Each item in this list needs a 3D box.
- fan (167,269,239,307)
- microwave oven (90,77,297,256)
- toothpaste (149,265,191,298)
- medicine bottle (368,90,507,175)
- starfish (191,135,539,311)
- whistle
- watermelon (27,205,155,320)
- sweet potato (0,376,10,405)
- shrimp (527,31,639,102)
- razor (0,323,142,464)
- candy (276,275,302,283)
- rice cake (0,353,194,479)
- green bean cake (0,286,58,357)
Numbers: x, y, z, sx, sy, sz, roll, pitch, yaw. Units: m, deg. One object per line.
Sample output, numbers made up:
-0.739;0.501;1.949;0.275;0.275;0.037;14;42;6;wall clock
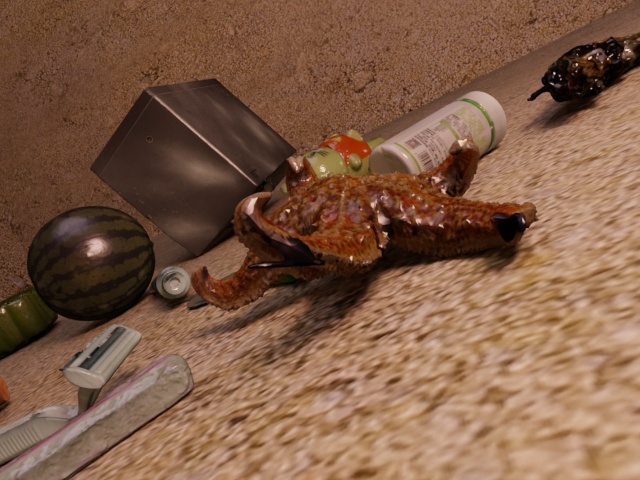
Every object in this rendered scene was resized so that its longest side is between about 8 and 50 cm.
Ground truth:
-0.157;0.071;0.724;0.175;0.005;0.113;-20;12;30;fan
-0.276;-0.200;1.290;0.236;0.374;0.432;-47;6;21;microwave oven
-0.247;0.067;0.850;0.075;0.048;0.297;-31;7;-18;toothpaste
0.155;-0.123;0.677;0.183;0.086;0.086;-32;12;-26;medicine bottle
0.015;-0.020;0.453;0.312;0.113;0.303;-14;14;21;starfish
0.037;-0.153;1.025;0.131;0.106;0.288;-5;24;45;whistle
-0.406;0.039;0.931;0.212;0.212;0.212;-26;11;6;watermelon
-0.530;0.251;0.627;0.281;0.059;0.067;-28;-17;-18;sweet potato
0.434;-0.255;0.697;0.233;0.071;0.365;-7;17;47;shrimp
-0.287;0.178;0.459;0.278;0.056;0.111;-34;10;2;razor
0.001;0.001;0.614;0.102;0.032;0.178;-10;20;47;candy
-0.183;0.151;0.365;0.208;0.033;0.033;-33;23;-24;rice cake
-0.729;0.200;1.182;0.214;0.113;0.200;-30;11;-17;green bean cake
